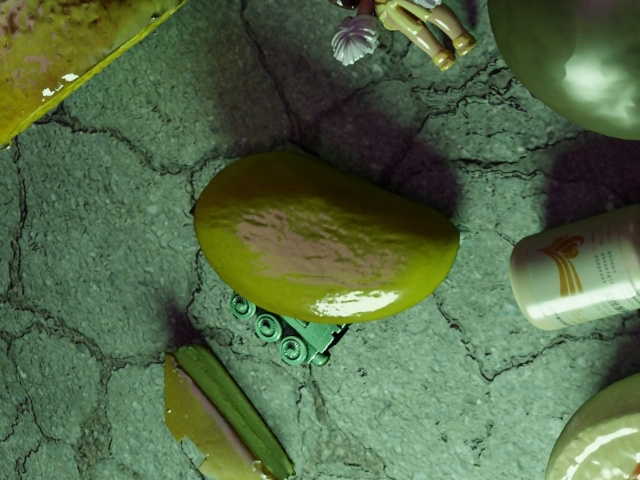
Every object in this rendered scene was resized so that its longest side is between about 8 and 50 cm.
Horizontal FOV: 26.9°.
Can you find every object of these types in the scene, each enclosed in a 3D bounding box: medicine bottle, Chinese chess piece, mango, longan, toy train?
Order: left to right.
[{"bbox_3d":[-0.040,0.086,1.755,0.170,0.071,0.111,43,114,12],"label":"toy train"},{"bbox_3d":[-0.005,0.007,1.649,0.331,0.142,0.195,23,100,14],"label":"mango"},{"bbox_3d":[0.340,0.020,1.478,0.252,0.114,0.114,-18,97,33],"label":"medicine bottle"},{"bbox_3d":[0.319,-0.251,1.282,0.318,0.319,0.319,10,112,27],"label":"longan"},{"bbox_3d":[0.421,0.306,1.516,0.338,0.140,0.338,11,112,28],"label":"Chinese chess piece"}]

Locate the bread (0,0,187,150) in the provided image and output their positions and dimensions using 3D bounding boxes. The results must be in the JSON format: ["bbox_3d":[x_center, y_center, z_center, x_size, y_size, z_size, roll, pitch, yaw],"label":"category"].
[{"bbox_3d":[-0.331,-0.289,1.626,0.398,0.398,0.215,-31,102,34],"label":"bread"}]

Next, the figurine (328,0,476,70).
[{"bbox_3d":[0.075,-0.294,1.522,0.174,0.116,0.240,-37,93,37],"label":"figurine"}]

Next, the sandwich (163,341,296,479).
[{"bbox_3d":[-0.141,0.256,1.859,0.088,0.090,0.244,-40,88,30],"label":"sandwich"}]
